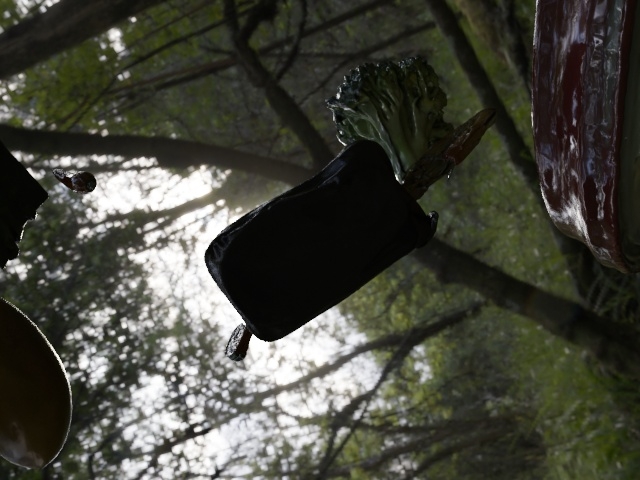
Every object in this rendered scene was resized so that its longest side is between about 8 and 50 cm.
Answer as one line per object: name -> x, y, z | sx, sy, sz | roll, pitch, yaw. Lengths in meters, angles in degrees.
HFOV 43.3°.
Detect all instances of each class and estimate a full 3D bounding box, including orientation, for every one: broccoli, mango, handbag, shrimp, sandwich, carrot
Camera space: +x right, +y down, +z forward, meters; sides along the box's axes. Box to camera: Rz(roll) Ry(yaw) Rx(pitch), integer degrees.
broccoli -> 0.154, -0.229, 1.572 | 0.288, 0.248, 0.245 | -15, -117, -36
mango -> -0.508, 0.210, 1.251 | 0.317, 0.211, 0.173 | 45, -152, 6
handbag -> -0.639, -0.092, 1.490 | 0.260, 0.079, 0.247 | 56, -155, -29
shrimp -> 0.230, -0.154, 1.434 | 0.068, 0.248, 0.150 | 45, 163, 0
handbag -> 0.002, -0.002, 1.199 | 0.191, 0.332, 0.075 | 56, 179, -13
sandwich -> -0.160, 0.199, 1.587 | 0.026, 0.069, 0.101 | 34, -137, -19
carrot -> -0.362, -0.088, 1.186 | 0.035, 0.142, 0.035 | -8, -76, -37

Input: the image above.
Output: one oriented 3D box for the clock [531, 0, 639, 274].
clock -> 0.204, -0.136, 0.442 | 0.318, 0.080, 0.318 | -28, -56, -50
